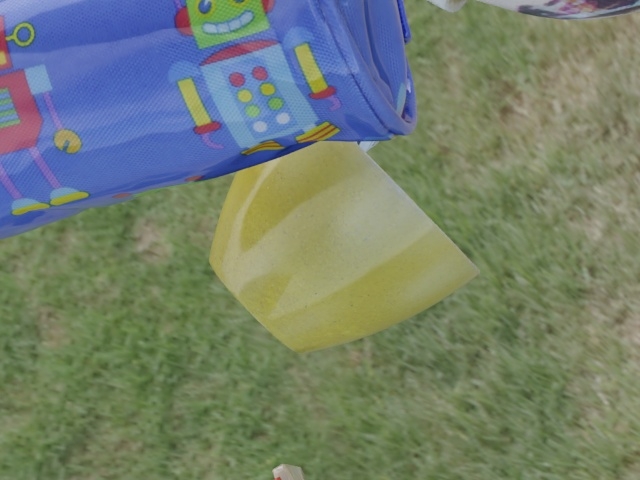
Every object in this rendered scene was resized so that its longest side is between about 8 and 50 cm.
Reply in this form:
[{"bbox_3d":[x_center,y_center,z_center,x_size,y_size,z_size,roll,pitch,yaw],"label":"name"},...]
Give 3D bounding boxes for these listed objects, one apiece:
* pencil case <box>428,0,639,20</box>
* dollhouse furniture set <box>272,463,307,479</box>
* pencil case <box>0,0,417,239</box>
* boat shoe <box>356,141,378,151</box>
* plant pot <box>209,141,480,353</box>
[{"bbox_3d":[0.060,-0.151,0.242,0.183,0.410,0.160,-44,86,0],"label":"pencil case"},{"bbox_3d":[-0.100,0.278,0.965,0.259,0.262,0.135,-29,76,3],"label":"dollhouse furniture set"},{"bbox_3d":[-0.107,-0.065,0.601,0.306,0.133,0.119,-14,92,21],"label":"pencil case"},{"bbox_3d":[-0.059,-0.212,1.077,0.335,0.119,0.121,62,143,12],"label":"boat shoe"},{"bbox_3d":[0.000,0.000,0.700,0.095,0.134,0.134,-44,61,4],"label":"plant pot"}]
